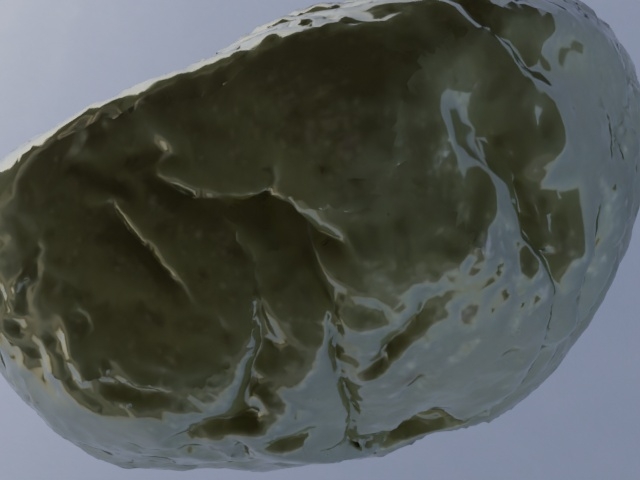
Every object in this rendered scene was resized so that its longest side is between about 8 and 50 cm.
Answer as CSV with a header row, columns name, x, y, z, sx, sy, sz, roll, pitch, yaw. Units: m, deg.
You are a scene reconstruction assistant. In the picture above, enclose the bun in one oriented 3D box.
name,x,y,z,sx,sy,sz,roll,pitch,yaw
bun,0.000,0.000,0.676,0.353,0.349,0.227,-27,-82,-27
